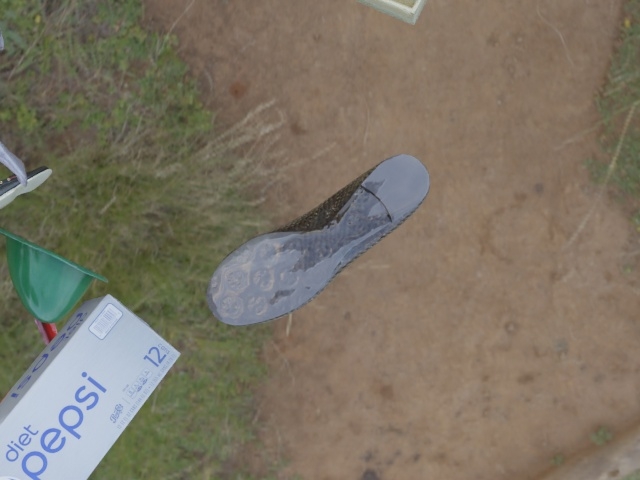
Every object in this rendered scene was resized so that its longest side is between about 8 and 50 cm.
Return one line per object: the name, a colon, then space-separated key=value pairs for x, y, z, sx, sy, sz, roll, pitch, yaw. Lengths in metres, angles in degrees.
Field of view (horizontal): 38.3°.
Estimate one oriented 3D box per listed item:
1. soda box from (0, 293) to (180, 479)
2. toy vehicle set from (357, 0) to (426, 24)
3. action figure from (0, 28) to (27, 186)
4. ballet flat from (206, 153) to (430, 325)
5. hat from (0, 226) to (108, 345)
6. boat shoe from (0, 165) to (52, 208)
soda box: x=-0.254 y=0.185 z=0.812 sx=0.091 sy=0.286 sz=0.098 roll=43 pitch=157 yaw=-16
toy vehicle set: x=0.050 y=-0.435 z=1.317 sx=0.267 sy=0.166 sz=0.035 roll=26 pitch=171 yaw=11
action figure: x=-0.469 y=-0.164 z=0.865 sx=0.330 sy=0.341 sz=0.178 roll=-10 pitch=164 yaw=-17
ballet flat: x=0.000 y=0.000 z=0.897 sx=0.250 sy=0.058 sz=0.084 roll=-36 pitch=88 yaw=-2
hat: x=-0.423 y=0.105 z=1.352 sx=0.208 sy=0.173 sz=0.183 roll=29 pitch=81 yaw=-26
boat shoe: x=-0.542 y=-0.104 z=1.651 sx=0.042 sy=0.133 sz=0.049 roll=46 pitch=143 yaw=8
